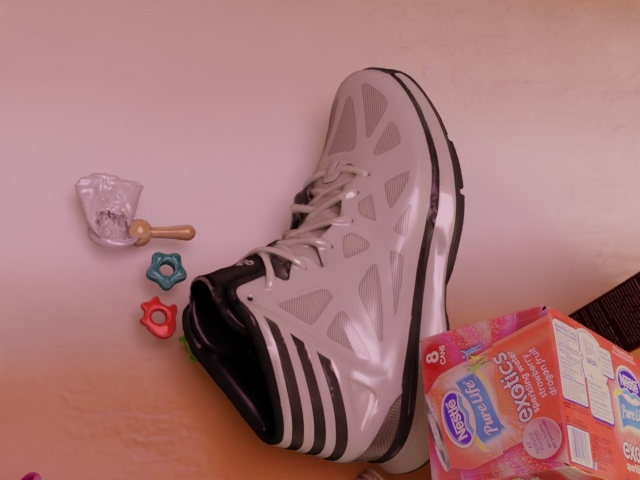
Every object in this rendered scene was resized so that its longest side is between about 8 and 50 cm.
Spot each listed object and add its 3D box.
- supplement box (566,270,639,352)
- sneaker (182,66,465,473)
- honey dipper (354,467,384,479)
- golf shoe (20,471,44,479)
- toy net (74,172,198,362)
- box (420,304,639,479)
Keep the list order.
[{"bbox_3d":[0.374,0.065,1.284,0.130,0.239,0.073,-21,76,-26],"label":"supplement box"},{"bbox_3d":[0.001,0.000,1.187,0.257,0.169,0.448,14,64,-35],"label":"sneaker"},{"bbox_3d":[0.004,0.293,1.178,0.030,0.030,0.160,47,65,4],"label":"honey dipper"},{"bbox_3d":[-0.219,0.285,1.032,0.306,0.115,0.140,13,91,-15],"label":"golf shoe"},{"bbox_3d":[-0.175,0.028,1.221,0.232,0.045,0.122,40,63,2],"label":"toy net"},{"bbox_3d":[0.236,0.184,1.160,0.300,0.142,0.154,26,54,-50],"label":"box"}]
